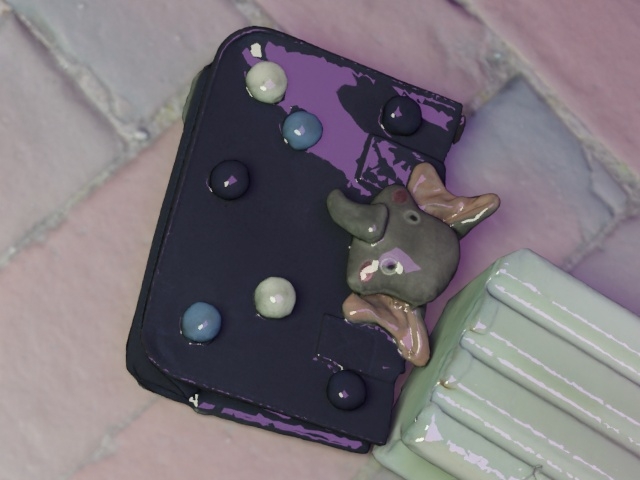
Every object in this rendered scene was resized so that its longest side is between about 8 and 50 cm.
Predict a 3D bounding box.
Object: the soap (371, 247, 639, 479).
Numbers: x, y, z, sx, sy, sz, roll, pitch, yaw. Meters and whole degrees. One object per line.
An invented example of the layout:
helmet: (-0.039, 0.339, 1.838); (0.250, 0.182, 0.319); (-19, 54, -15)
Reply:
soap: (0.244, 0.178, 1.562); (0.347, 0.115, 0.208); (31, 67, -5)

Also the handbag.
handbag: (0.000, 0.000, 1.551); (0.269, 0.118, 0.325); (17, 71, -12)
